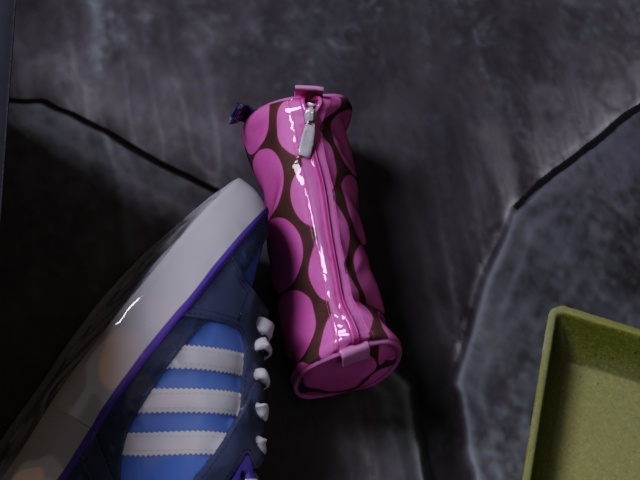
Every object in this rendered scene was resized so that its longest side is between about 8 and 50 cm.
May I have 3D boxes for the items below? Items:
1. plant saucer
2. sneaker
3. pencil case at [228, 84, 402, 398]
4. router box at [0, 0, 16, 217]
[{"bbox_3d":[0.234,0.160,1.200,0.188,0.045,0.188,17,58,-5],"label":"plant saucer"},{"bbox_3d":[-0.064,0.142,1.078,0.236,0.130,0.323,42,55,-11],"label":"sneaker"},{"bbox_3d":[0.000,0.000,1.165,0.095,0.098,0.209,-6,71,-23],"label":"pencil case"},{"bbox_3d":[-0.245,-0.013,0.997,0.081,0.243,0.309,7,65,-18],"label":"router box"}]
